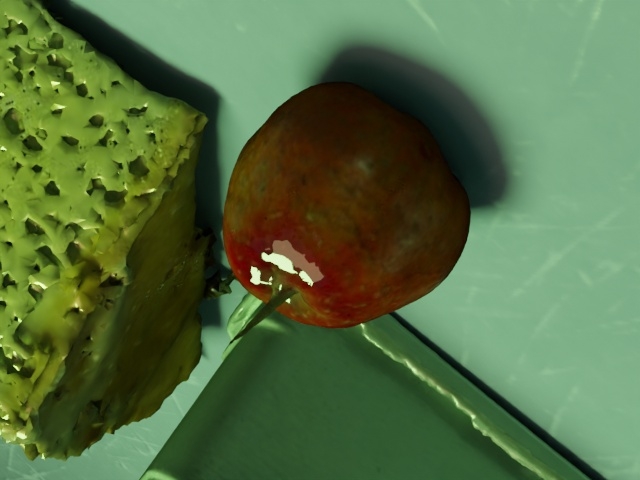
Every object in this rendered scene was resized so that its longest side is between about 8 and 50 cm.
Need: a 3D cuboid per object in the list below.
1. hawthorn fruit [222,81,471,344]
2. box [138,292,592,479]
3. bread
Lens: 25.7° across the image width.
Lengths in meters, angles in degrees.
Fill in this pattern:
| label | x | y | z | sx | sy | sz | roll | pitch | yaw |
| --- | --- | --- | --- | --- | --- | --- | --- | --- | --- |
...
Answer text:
| label | x | y | z | sx | sy | sz | roll | pitch | yaw |
| --- | --- | --- | --- | --- | --- | --- | --- | --- | --- |
| hawthorn fruit | 0.010 | -0.008 | 0.710 | 0.125 | 0.140 | 0.125 | 8 | 172 | 1 |
| box | 0.030 | 0.184 | 0.920 | 0.312 | 0.182 | 0.175 | 39 | 154 | 0 |
| bread | -0.162 | -0.026 | 0.962 | 0.248 | 0.279 | 0.315 | 34 | -163 | 10 |
